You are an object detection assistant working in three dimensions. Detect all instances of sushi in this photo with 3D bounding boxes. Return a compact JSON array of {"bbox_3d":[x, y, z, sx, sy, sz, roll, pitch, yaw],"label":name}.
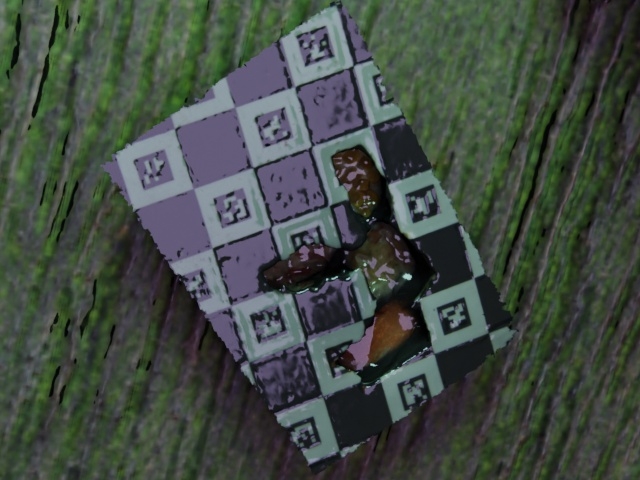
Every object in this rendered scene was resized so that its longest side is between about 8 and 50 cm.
[{"bbox_3d":[0.000,0.000,1.312,0.192,0.043,0.279,-35,110,-5],"label":"sushi"}]
